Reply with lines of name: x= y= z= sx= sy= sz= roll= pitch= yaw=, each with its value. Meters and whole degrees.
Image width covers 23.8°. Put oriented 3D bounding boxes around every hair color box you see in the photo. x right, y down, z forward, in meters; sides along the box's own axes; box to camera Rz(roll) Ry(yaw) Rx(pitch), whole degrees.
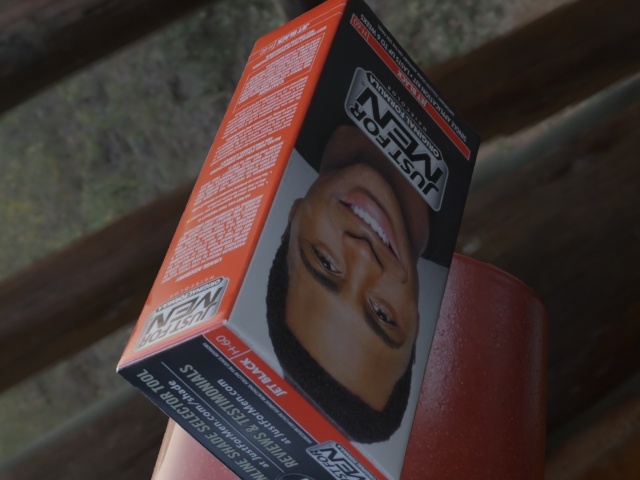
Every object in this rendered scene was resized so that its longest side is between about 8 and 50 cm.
hair color box: x=0.000 y=0.000 z=0.434 sx=0.043 sy=0.141 sz=0.072 roll=-23 pitch=124 yaw=36

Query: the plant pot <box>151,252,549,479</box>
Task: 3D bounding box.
plant pot: x=0.016 y=0.150 z=0.863 sx=0.272 sy=0.265 sz=0.272 roll=10 pitch=162 yaw=3
